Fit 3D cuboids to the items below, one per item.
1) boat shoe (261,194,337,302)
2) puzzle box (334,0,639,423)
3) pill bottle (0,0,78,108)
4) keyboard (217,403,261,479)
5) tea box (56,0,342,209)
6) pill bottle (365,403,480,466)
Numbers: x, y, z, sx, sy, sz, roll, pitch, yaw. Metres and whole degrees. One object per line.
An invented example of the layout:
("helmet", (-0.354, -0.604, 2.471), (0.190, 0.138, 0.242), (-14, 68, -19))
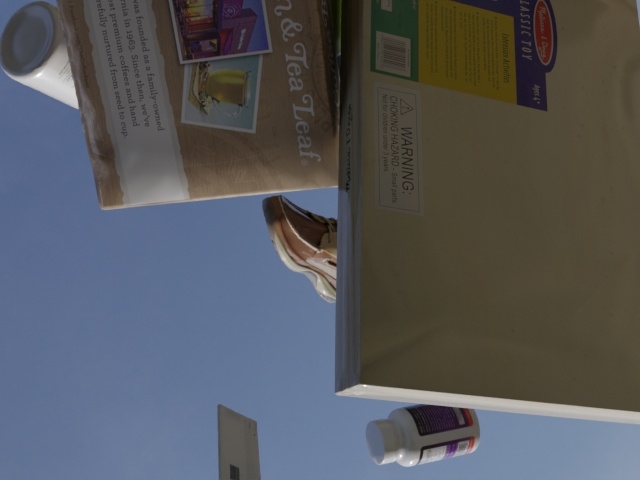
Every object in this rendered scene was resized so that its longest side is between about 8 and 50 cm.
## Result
("boat shoe", (0.000, 0.000, 1.657), (0.324, 0.116, 0.123), (44, -156, -56))
("puzzle box", (0.148, -0.066, 0.756), (0.272, 0.052, 0.409), (9, -111, -18))
("pill bottle", (-0.396, -0.286, 1.520), (0.229, 0.131, 0.131), (24, -134, -59))
("keyboard", (-0.117, 0.341, 1.345), (0.072, 0.014, 0.256), (26, -152, -23))
("tea box", (-0.082, -0.233, 0.866), (0.323, 0.220, 0.329), (-64, -33, -72))
("pill bottle", (0.187, 0.356, 1.720), (0.193, 0.108, 0.108), (-6, -113, -22))
